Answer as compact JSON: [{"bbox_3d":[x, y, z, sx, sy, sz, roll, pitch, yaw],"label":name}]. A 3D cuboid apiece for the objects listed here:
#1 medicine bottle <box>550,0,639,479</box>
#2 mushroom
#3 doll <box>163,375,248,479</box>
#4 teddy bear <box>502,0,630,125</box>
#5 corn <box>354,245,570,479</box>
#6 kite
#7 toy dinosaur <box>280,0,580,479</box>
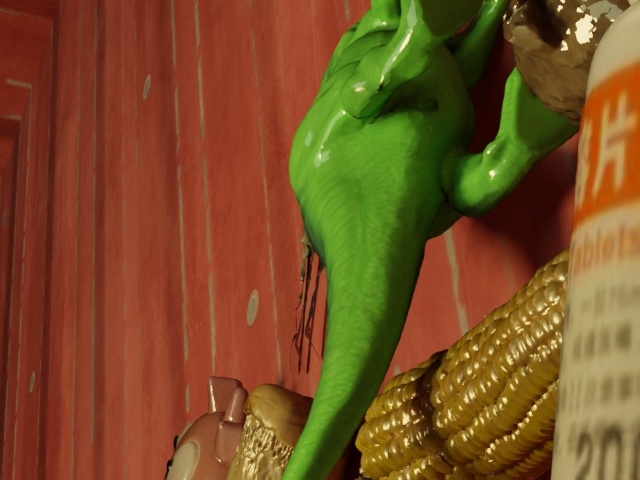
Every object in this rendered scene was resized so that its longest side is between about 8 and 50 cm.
[{"bbox_3d":[0.187,0.004,0.575,0.211,0.211,0.371,154,125,-68],"label":"medicine bottle"},{"bbox_3d":[-0.053,0.276,1.314,0.095,0.123,0.351,26,107,40],"label":"mushroom"},{"bbox_3d":[-0.092,0.225,1.472,0.262,0.093,0.211,-128,51,-81],"label":"doll"},{"bbox_3d":[0.155,-0.156,0.863,0.177,0.140,0.190,158,115,-71],"label":"teddy bear"},{"bbox_3d":[0.111,0.076,0.944,0.291,0.101,0.101,129,147,-54],"label":"corn"},{"bbox_3d":[-0.003,0.000,1.474,0.127,0.016,0.229,138,140,-67],"label":"kite"},{"bbox_3d":[-0.004,-0.010,1.138,0.500,0.144,0.374,-60,14,-16],"label":"toy dinosaur"}]
